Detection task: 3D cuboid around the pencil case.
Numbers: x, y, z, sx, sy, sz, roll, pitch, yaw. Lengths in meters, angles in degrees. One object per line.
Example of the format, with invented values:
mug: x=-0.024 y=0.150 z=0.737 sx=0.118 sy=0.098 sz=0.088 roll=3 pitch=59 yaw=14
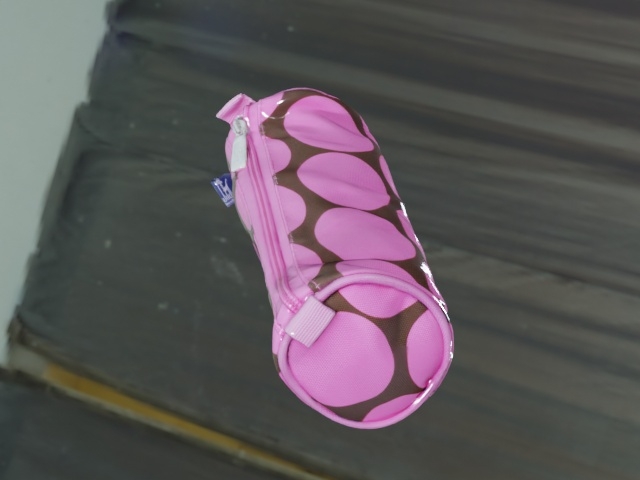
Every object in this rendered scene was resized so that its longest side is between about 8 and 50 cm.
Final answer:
pencil case: x=0.000 y=0.000 z=0.683 sx=0.095 sy=0.209 sz=0.098 roll=-40 pitch=124 yaw=12
